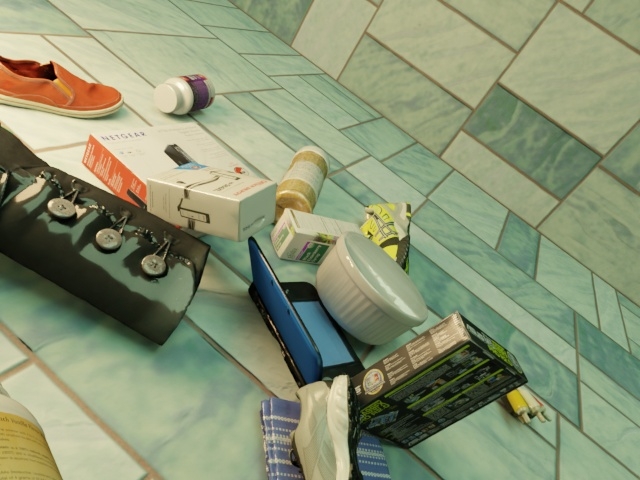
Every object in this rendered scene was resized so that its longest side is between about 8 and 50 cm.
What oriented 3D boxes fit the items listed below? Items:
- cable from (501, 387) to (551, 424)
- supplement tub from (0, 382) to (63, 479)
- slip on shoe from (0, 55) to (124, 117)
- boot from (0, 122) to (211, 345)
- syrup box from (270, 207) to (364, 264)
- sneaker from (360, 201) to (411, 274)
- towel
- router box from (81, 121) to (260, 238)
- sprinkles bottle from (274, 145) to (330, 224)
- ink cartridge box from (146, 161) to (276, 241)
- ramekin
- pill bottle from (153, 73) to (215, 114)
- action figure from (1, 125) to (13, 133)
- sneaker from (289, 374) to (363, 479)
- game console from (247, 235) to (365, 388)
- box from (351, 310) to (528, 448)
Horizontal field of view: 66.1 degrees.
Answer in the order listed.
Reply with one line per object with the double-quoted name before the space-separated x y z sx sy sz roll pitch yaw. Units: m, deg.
"cable" 0.471 0.345 1.252 0.139 0.072 0.287 16 34 -38
"supplement tub" -0.322 0.269 0.396 0.228 0.228 0.316 -3 34 -47
"slip on shoe" -0.628 -0.371 1.180 0.331 0.101 0.123 -3 44 -48
"boot" -0.423 0.043 0.757 0.445 0.146 0.367 37 48 -22
"syrup box" 0.000 0.000 1.265 0.237 0.093 0.096 10 38 -35
"sneaker" 0.183 0.020 1.414 0.147 0.145 0.384 3 33 8
"towel" 0.023 0.410 0.763 0.243 0.040 0.336 20 34 -27
"router box" -0.325 -0.150 1.173 0.301 0.082 0.335 41 31 11
"sprinkles bottle" -0.053 -0.160 1.415 0.121 0.121 0.355 30 30 -8
"ink cartridge box" -0.204 -0.079 0.946 0.203 0.086 0.148 14 24 17
"ramekin" 0.107 0.116 1.124 0.273 0.127 0.273 39 20 -17
"pill bottle" -0.410 -0.438 1.480 0.108 0.108 0.193 36 29 3
"action figure" -0.672 -0.158 0.866 0.137 0.063 0.232 25 38 -18
"sneaker" 0.006 0.337 0.728 0.100 0.108 0.271 67 18 -47
"game console" -0.016 0.147 0.958 0.250 0.173 0.293 2 43 -42
"box" 0.191 0.255 0.857 0.216 0.270 0.060 35 26 -35
